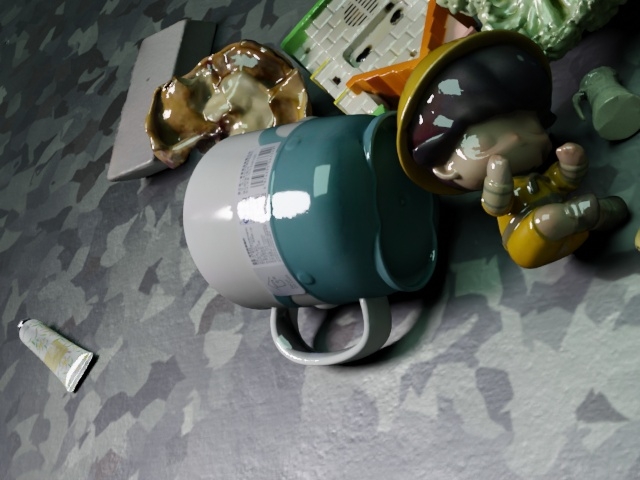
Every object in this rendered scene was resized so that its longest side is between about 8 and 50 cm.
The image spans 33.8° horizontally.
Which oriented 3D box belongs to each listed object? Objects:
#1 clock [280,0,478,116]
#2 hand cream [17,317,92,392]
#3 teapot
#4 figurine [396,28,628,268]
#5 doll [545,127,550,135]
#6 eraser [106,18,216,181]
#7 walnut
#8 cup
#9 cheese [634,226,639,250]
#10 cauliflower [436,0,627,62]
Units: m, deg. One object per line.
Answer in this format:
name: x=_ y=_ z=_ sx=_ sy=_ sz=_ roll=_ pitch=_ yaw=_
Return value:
clock: x=0.098 y=-0.257 z=1.393 sx=0.220 sy=0.106 sz=0.255 roll=-47 pitch=44 yaw=10
hand cream: x=-0.414 y=0.167 z=1.623 sx=0.194 sy=0.042 sz=0.067 roll=25 pitch=79 yaw=46
teapot: x=0.307 y=-0.151 z=1.137 sx=0.067 sy=0.057 sz=0.083 roll=-14 pitch=39 yaw=5
figurine: x=0.182 y=-0.091 z=1.090 sx=0.167 sy=0.192 sz=0.256 roll=-47 pitch=60 yaw=48
doll: x=0.182 y=-0.123 z=1.229 sx=0.180 sy=0.079 sz=0.094 roll=9 pitch=68 yaw=35
eraser: x=-0.259 y=-0.236 z=1.747 sx=0.111 sy=0.077 sz=0.352 roll=-17 pitch=51 yaw=33
walnut: x=-0.110 y=-0.180 z=1.490 sx=0.238 sy=0.141 sz=0.204 roll=19 pitch=99 yaw=12
cup: x=0.000 y=0.000 z=1.224 sx=0.258 sy=0.219 sz=0.289 roll=-6 pitch=87 yaw=42
cheese: x=0.374 y=-0.046 z=1.004 sx=0.162 sy=0.036 sz=0.086 roll=-55 pitch=40 yaw=-2
cauliflower: x=0.232 y=-0.358 z=1.199 sx=0.260 sy=0.281 sz=0.327 roll=-47 pitch=24 yaw=50
